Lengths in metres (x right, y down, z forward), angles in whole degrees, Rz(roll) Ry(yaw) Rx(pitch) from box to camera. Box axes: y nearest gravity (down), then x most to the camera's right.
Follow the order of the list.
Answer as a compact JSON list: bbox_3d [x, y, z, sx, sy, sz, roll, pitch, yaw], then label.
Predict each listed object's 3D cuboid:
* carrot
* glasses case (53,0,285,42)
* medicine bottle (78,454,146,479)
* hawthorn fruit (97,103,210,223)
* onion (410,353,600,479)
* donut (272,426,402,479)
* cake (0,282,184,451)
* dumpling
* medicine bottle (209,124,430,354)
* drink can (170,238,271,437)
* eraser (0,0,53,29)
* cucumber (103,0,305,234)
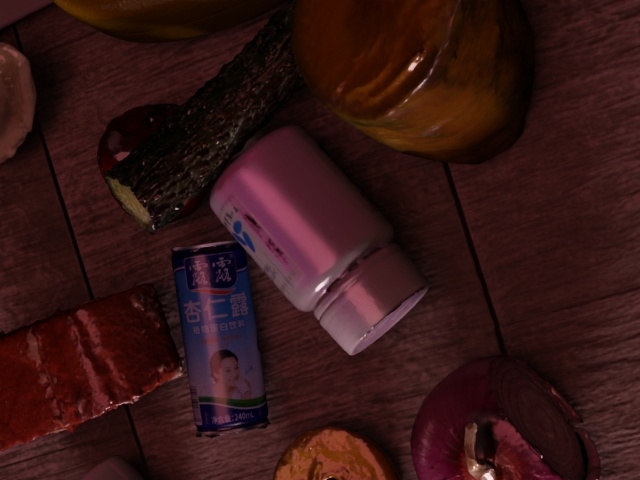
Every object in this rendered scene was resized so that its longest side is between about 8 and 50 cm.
[{"bbox_3d":[0.098,-0.223,1.566,0.241,0.340,0.241,-6,74,22],"label":"carrot"},{"bbox_3d":[-0.147,-0.341,1.733,0.371,0.141,0.173,-15,74,21],"label":"glasses case"},{"bbox_3d":[-0.241,0.370,1.820,0.168,0.135,0.135,43,107,12],"label":"medicine bottle"},{"bbox_3d":[-0.199,-0.085,1.780,0.148,0.148,0.172,15,124,20],"label":"hawthorn fruit"},{"bbox_3d":[0.197,0.245,1.627,0.207,0.200,0.200,30,106,-16],"label":"onion"},{"bbox_3d":[0.028,0.309,1.750,0.162,0.065,0.178,-20,85,16],"label":"donut"},{"bbox_3d":[-0.300,0.155,1.803,0.283,0.177,0.151,-25,83,33],"label":"cake"},{"bbox_3d":[-0.441,-0.179,1.873,0.215,0.126,0.166,-18,103,19],"label":"dumpling"},{"bbox_3d":[0.000,0.000,1.692,0.152,0.152,0.254,-43,80,18],"label":"medicine bottle"},{"bbox_3d":[-0.123,0.119,1.778,0.097,0.097,0.235,-8,90,22],"label":"drink can"},{"bbox_3d":[-0.422,-0.403,1.877,0.204,0.059,0.243,-23,89,21],"label":"eraser"},{"bbox_3d":[-0.097,-0.160,1.686,0.096,0.096,0.359,40,72,14],"label":"cucumber"}]
